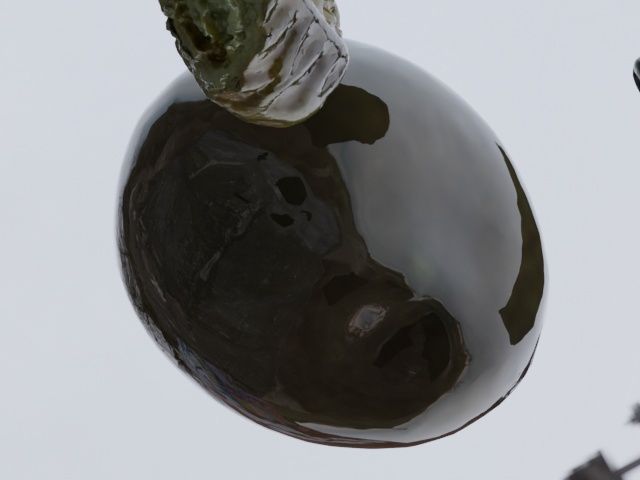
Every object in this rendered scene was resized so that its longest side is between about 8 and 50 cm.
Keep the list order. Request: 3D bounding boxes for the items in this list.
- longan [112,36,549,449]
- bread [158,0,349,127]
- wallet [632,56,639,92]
[{"bbox_3d":[0.000,0.000,1.062,0.246,0.246,0.215,5,-97,45],"label":"longan"},{"bbox_3d":[-0.025,-0.082,0.767,0.060,0.110,0.066,-1,-107,15],"label":"bread"},{"bbox_3d":[0.325,0.033,1.193,0.075,0.237,0.342,-42,-136,3],"label":"wallet"}]
